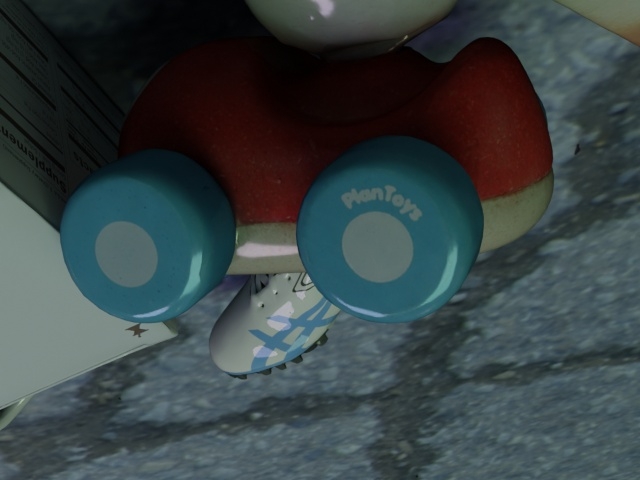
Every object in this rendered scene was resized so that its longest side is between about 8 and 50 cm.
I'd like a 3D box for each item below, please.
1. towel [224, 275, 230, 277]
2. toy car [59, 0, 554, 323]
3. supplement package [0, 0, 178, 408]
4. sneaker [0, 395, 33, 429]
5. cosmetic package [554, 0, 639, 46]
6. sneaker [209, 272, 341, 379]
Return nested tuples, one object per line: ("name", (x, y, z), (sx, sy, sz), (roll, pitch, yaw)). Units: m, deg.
("towel", (-0.078, -0.017, 0.781), (0.067, 0.029, 0.119), (-11, 144, -7))
("toy car", (-0.005, -0.108, 0.593), (0.210, 0.219, 0.238), (-1, 106, 20))
("supplement package", (-0.240, -0.002, 0.638), (0.262, 0.145, 0.204), (-24, 145, 11))
("sneaker", (-0.243, 0.089, 0.809), (0.094, 0.091, 0.258), (22, 130, -42))
("cosmetic package", (0.143, -0.177, 0.527), (0.296, 0.153, 0.129), (19, 146, -38))
("sneaker", (0.000, 0.000, 0.797), (0.086, 0.085, 0.237), (32, 123, -25))
